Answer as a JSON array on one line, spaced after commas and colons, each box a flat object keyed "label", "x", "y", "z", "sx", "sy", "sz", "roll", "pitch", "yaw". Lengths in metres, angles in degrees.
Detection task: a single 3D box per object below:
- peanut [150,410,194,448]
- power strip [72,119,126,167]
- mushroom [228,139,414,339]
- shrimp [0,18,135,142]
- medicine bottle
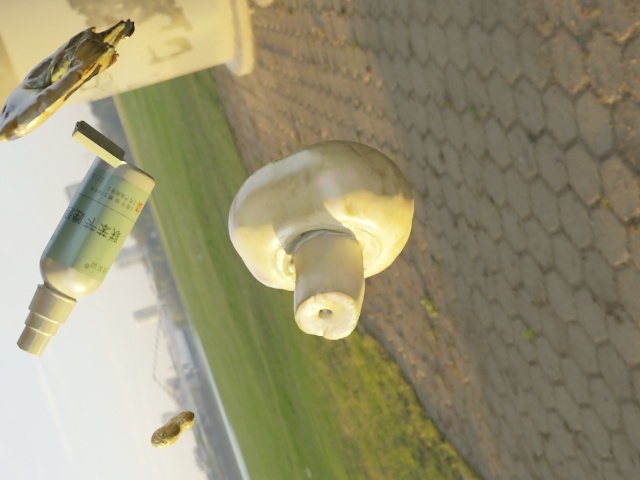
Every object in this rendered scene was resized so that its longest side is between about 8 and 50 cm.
[{"label": "peanut", "x": -0.236, "y": 0.301, "z": 1.407, "sx": 0.037, "sy": 0.083, "sz": 0.037, "roll": 32, "pitch": 148, "yaw": 24}, {"label": "power strip", "x": -0.285, "y": -0.123, "z": 1.139, "sx": 0.083, "sy": 0.017, "sz": 0.027, "roll": 39, "pitch": -146, "yaw": -27}, {"label": "mushroom", "x": 0.001, "y": -0.031, "z": 1.651, "sx": 0.353, "sy": 0.353, "sz": 0.325, "roll": -127, "pitch": 34, "yaw": -61}, {"label": "shrimp", "x": -0.336, "y": -0.224, "z": 1.174, "sx": 0.059, "sy": 0.254, "sz": 0.145, "roll": 53, "pitch": 165, "yaw": -24}, {"label": "medicine bottle", "x": -0.405, "y": 0.027, "z": 1.476, "sx": 0.110, "sy": 0.351, "sz": 0.110, "roll": 27, "pitch": 173, "yaw": 4}]
